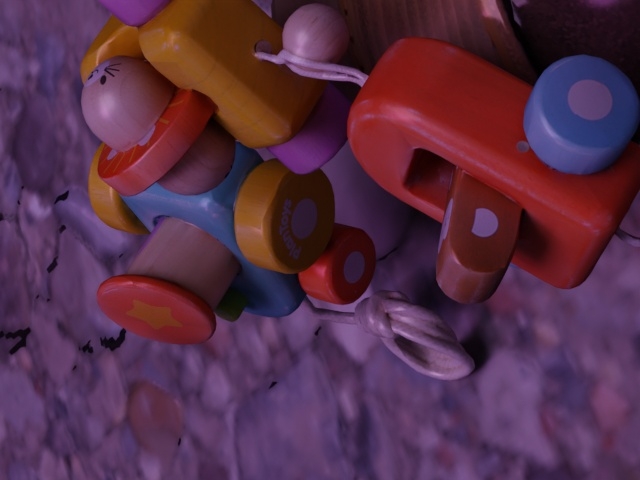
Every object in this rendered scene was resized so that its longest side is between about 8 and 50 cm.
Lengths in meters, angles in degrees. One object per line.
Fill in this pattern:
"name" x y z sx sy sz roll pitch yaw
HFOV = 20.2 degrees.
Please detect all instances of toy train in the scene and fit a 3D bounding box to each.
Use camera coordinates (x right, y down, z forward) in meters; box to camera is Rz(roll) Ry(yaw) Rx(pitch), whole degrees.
"toy train" 0.000 0.000 0.372 0.125 0.046 0.166 31 158 2

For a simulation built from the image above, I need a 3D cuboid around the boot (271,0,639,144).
"boot" 0.073 -0.143 0.339 0.206 0.090 0.249 -7 88 38
